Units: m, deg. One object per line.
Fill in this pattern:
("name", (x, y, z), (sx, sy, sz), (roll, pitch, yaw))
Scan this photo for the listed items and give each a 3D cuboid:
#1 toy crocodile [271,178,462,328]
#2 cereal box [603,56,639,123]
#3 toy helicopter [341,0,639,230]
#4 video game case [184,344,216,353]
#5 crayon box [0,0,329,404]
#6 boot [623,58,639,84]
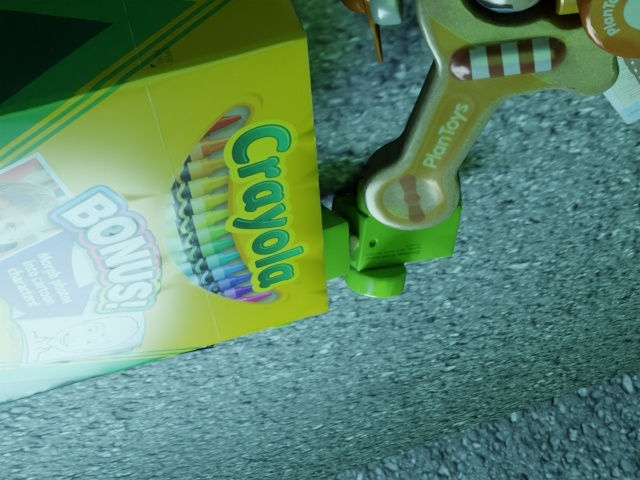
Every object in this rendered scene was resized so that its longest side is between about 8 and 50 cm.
("toy crocodile", (0.000, 0.000, 1.073), (0.340, 0.105, 0.115), (-12, 121, -28))
("cereal box", (0.313, -0.197, 0.943), (0.173, 0.047, 0.240), (-29, 155, 20))
("toy helicopter", (0.101, -0.137, 0.789), (0.235, 0.140, 0.355), (12, 136, -13))
("video game case", (-0.223, 0.077, 1.152), (0.275, 0.035, 0.248), (-8, 155, -22))
("crayon box", (-0.161, -0.025, 0.783), (0.313, 0.106, 0.363), (-15, 150, -6))
("boot", (0.357, -0.186, 0.875), (0.207, 0.090, 0.248), (-38, 152, 8))
